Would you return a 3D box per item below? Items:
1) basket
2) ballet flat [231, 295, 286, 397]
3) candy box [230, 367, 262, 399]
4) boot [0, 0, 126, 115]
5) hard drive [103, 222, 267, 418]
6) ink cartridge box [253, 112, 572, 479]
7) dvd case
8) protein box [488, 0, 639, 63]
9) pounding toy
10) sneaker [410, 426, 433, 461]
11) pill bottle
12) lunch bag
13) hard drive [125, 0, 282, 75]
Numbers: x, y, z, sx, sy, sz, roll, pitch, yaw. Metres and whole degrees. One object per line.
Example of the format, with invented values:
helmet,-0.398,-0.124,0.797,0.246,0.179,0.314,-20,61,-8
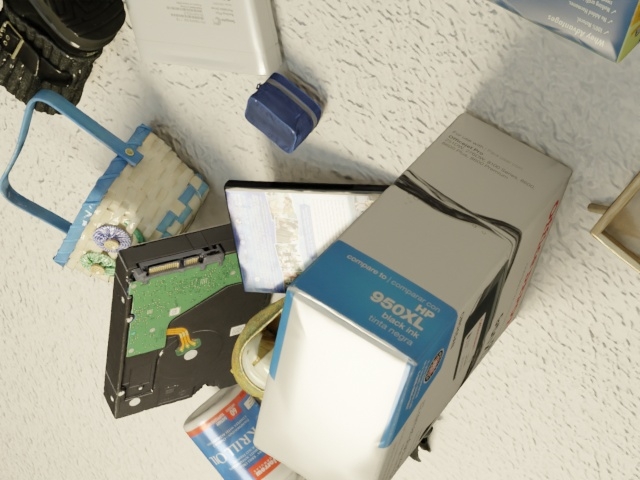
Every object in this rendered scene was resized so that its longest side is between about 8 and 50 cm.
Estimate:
basket,-0.332,-0.074,1.938,0.289,0.201,0.255,35,140,0
ballet flat,-0.031,0.135,1.801,0.123,0.123,0.348,48,125,0
candy box,-0.032,0.221,1.983,0.187,0.109,0.053,42,139,8
boot,-0.432,-0.363,1.853,0.348,0.131,0.260,59,149,2
hard drive,-0.202,0.119,1.959,0.064,0.237,0.339,57,149,34
ink cartridge box,0.112,0.076,1.525,0.166,0.395,0.285,30,137,16
dvd case,0.000,0.000,1.786,0.253,0.022,0.180,3,124,17
protein box,0.261,-0.322,1.272,0.200,0.136,0.201,30,137,19
pounding toy,0.374,-0.025,1.458,0.130,0.100,0.141,40,129,8
sneaker,0.133,0.255,1.915,0.089,0.051,0.170,32,142,18
pill bottle,-0.115,0.354,2.151,0.221,0.124,0.124,51,140,-5
lunch bag,-0.050,-0.174,1.720,0.098,0.065,0.067,41,155,6
hard drive,-0.182,-0.391,1.675,0.233,0.047,0.353,12,129,34
